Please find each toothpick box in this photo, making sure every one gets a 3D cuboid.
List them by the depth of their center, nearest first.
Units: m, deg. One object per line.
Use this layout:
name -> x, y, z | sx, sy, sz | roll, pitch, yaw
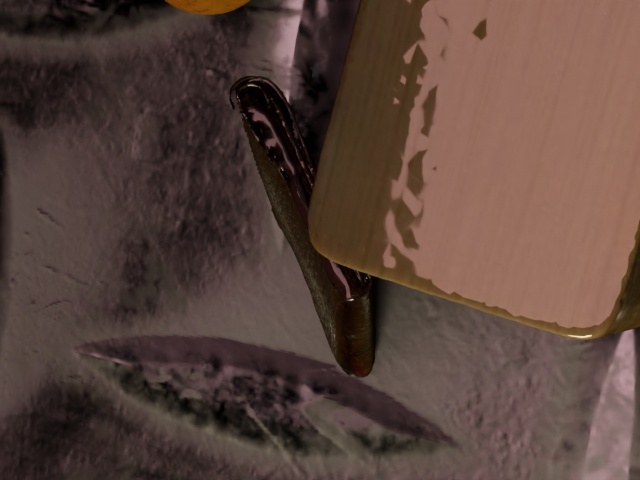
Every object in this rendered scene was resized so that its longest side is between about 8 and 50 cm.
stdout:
toothpick box -> 0.131, -0.049, 0.712 | 0.190, 0.308, 0.187 | 19, 98, 24

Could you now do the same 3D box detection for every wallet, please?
wallet -> 0.000, 0.000, 0.823 | 0.039, 0.243, 0.133 | -24, 75, -2

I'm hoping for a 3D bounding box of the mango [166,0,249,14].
mango -> -0.068, -0.232, 0.931 | 0.115, 0.089, 0.165 | 11, 101, 30
